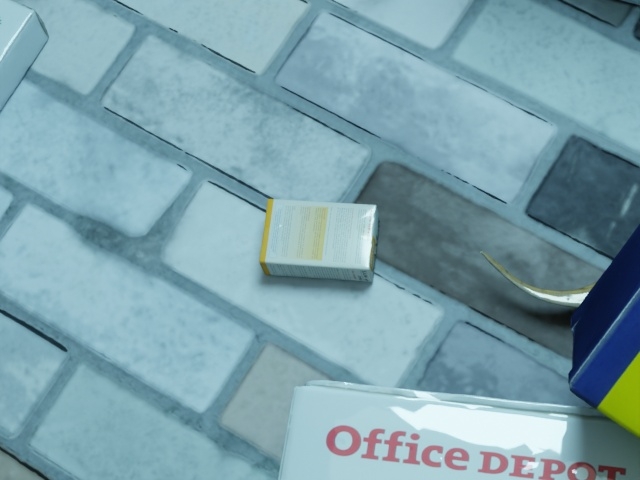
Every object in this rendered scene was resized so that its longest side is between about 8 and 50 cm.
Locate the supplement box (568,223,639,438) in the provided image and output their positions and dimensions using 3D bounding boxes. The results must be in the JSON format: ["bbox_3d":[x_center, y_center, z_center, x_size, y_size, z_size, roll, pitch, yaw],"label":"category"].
[{"bbox_3d":[0.377,0.107,1.137,0.356,0.194,0.195,34,105,2],"label":"supplement box"}]

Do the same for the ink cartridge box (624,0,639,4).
[{"bbox_3d":[0.264,-0.334,1.337,0.272,0.309,0.130,17,72,14],"label":"ink cartridge box"}]

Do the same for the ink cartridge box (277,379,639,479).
[{"bbox_3d":[0.098,0.325,1.181,0.285,0.166,0.395,6,70,9],"label":"ink cartridge box"}]

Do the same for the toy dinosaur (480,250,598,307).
[{"bbox_3d":[0.252,0.048,1.335,0.212,0.064,0.112,-11,50,-7],"label":"toy dinosaur"}]

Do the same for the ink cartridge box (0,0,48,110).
[{"bbox_3d":[-0.425,-0.089,1.466,0.176,0.069,0.371,26,72,15],"label":"ink cartridge box"}]

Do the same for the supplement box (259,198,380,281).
[{"bbox_3d":[0.000,0.000,1.389,0.098,0.036,0.062,4,69,9],"label":"supplement box"}]
